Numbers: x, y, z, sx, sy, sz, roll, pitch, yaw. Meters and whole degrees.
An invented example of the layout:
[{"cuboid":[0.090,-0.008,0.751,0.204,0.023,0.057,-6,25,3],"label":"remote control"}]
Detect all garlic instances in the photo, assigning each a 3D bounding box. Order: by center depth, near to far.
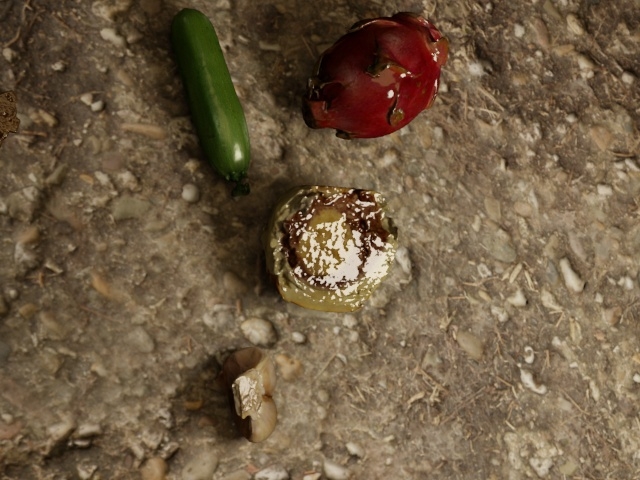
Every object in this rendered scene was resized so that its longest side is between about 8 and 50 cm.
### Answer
[{"cuboid":[-0.132,0.287,1.873,0.124,0.099,0.174,-6,87,-43],"label":"garlic"}]

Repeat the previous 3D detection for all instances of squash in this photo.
[{"cuboid":[-0.205,-0.265,1.929,0.101,0.101,0.378,-15,89,-24],"label":"squash"}]

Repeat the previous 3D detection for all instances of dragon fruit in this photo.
[{"cuboid":[0.113,-0.320,1.999,0.315,0.250,0.250,-17,88,-32],"label":"dragon fruit"}]

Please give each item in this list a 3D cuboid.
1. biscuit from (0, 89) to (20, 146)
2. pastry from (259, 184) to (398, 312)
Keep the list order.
[{"cuboid":[-0.599,-0.224,1.797,0.130,0.019,0.119,22,74,-19],"label":"biscuit"},{"cuboid":[0.006,0.007,1.941,0.256,0.170,0.236,4,99,-27],"label":"pastry"}]
